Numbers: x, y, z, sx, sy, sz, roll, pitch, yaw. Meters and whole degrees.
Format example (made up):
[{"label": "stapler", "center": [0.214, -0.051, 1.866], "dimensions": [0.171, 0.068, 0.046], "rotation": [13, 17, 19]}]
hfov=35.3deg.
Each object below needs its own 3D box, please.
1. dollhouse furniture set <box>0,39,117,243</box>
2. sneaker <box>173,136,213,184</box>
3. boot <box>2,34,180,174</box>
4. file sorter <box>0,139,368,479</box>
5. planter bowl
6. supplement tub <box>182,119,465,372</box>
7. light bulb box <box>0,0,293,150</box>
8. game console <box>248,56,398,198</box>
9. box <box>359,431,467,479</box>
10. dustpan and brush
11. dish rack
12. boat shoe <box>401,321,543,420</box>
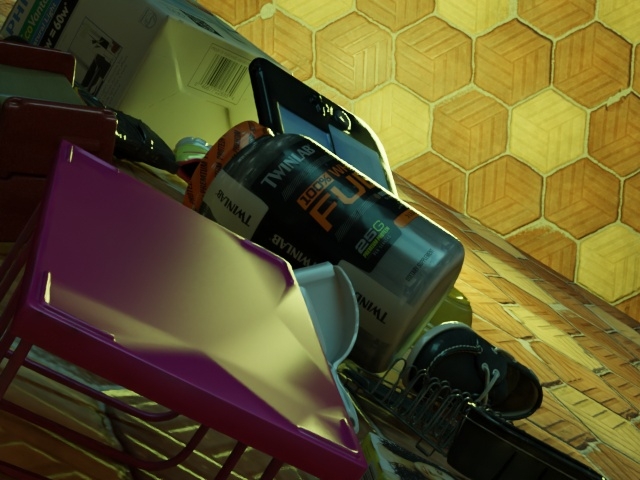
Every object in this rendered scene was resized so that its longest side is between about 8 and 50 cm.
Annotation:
[{"label": "dollhouse furniture set", "center": [-0.406, -0.110, 0.970], "dimensions": [0.374, 0.152, 0.201], "rotation": [5, 25, -28]}, {"label": "sneaker", "center": [-0.149, -0.085, 1.608], "dimensions": [0.209, 0.081, 0.094], "rotation": [26, 22, -6]}, {"label": "boot", "center": [-0.353, -0.191, 1.515], "dimensions": [0.263, 0.091, 0.229], "rotation": [42, 10, 21]}, {"label": "file sorter", "center": [-0.129, 0.096, 0.658], "dimensions": [0.202, 0.182, 0.290], "rotation": [29, 13, -20]}, {"label": "planter bowl", "center": [0.173, 0.108, 1.591], "dimensions": [0.217, 0.090, 0.217], "rotation": [31, 11, -7]}, {"label": "supplement tub", "center": [0.000, 0.000, 1.305], "dimensions": [0.338, 0.207, 0.207], "rotation": [35, 12, 13]}, {"label": "light bulb box", "center": [-0.314, -0.340, 1.828], "dimensions": [0.361, 0.225, 0.358], "rotation": [41, 15, 31]}, {"label": "game console", "center": [0.025, -0.113, 1.746], "dimensions": [0.342, 0.060, 0.386], "rotation": [31, 35, -44]}, {"label": "box", "center": [0.134, 0.266, 0.939], "dimensions": [0.232, 0.058, 0.087], "rotation": [29, 12, -17]}, {"label": "dustpan and brush", "center": [-0.006, 0.121, 1.111], "dimensions": [0.147, 0.060, 0.211], "rotation": [-13, 71, -22]}, {"label": "dish rack", "center": [0.154, 0.201, 1.098], "dimensions": [0.208, 0.074, 0.271], "rotation": [33, -1, -33]}, {"label": "boat shoe", "center": [0.212, 0.182, 1.337], "dimensions": [0.091, 0.114, 0.303], "rotation": [34, 11, 34]}]
